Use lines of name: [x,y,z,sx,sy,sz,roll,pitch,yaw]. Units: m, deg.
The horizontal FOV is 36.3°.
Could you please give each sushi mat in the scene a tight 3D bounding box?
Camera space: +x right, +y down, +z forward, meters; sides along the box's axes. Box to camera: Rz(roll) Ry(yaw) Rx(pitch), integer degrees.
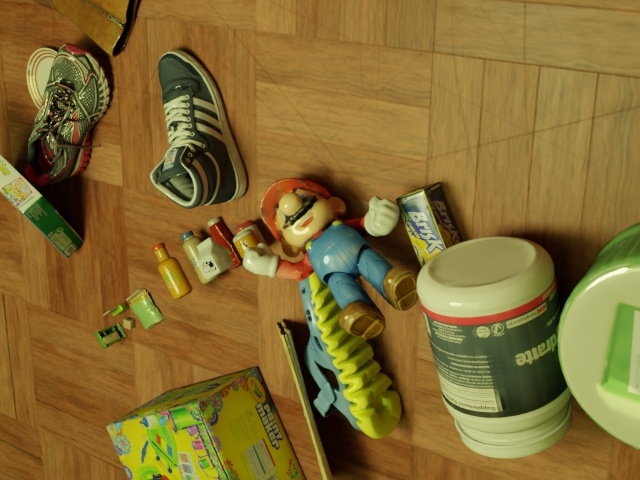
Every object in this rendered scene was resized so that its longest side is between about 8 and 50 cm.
sushi mat: [-0.023,0.297,1.708,0.019,0.151,0.317,-17,98,-6]

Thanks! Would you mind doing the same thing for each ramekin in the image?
ramekin: [0.459,0.130,1.267,0.303,0.148,0.303,13,114,33]

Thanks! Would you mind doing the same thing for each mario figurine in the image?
mario figurine: [0.000,0.000,1.497,0.320,0.198,0.170,46,140,40]

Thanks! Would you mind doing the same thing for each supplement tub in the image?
supplement tub: [0.252,0.148,1.384,0.191,0.191,0.272,2,119,36]

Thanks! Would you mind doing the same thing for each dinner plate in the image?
dinner plate: [-0.527,-0.309,1.926,0.141,0.017,0.141,13,113,33]

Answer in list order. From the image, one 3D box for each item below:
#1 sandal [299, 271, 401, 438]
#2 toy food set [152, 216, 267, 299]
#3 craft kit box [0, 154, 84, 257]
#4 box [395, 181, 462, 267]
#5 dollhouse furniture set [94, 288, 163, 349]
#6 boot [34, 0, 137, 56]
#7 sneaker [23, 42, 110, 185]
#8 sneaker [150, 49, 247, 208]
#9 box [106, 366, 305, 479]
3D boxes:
sandal: [0.020,0.184,1.635,0.138,0.126,0.317,-10,99,43]
toy food set: [-0.191,0.008,1.729,0.232,0.111,0.104,-31,87,42]
craft kit box: [-0.603,-0.098,1.940,0.246,0.061,0.250,39,167,17]
box: [0.177,0.001,1.487,0.054,0.059,0.169,-20,94,36]
dollhouse furniture set: [-0.392,0.162,1.969,0.151,0.058,0.076,-34,85,39]
boot: [-0.438,-0.502,1.741,0.280,0.096,0.264,36,124,20]
sneaker: [-0.484,-0.229,1.849,0.120,0.112,0.299,28,124,14]
sneaker: [-0.236,-0.187,1.665,0.099,0.153,0.282,-22,92,39]
box: [-0.210,0.426,1.853,0.279,0.177,0.290,-20,95,39]
